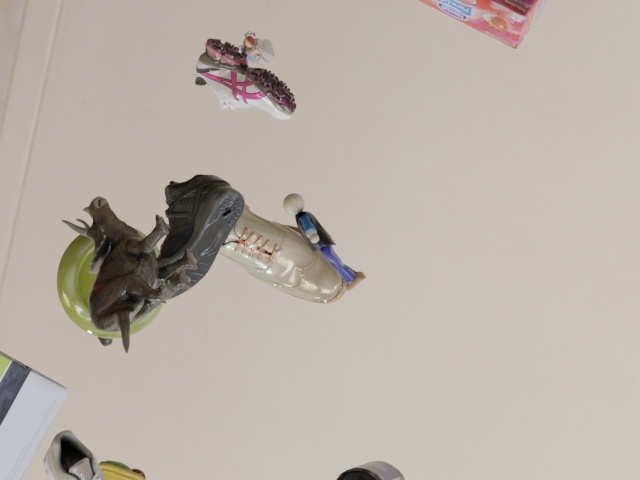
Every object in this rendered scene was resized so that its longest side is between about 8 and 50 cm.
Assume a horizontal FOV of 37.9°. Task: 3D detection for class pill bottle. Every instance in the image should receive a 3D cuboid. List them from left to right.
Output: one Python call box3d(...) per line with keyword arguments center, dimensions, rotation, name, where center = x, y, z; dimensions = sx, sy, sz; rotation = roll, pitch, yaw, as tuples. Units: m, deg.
box3d(center=(0.110, 0.530, 1.965), dimensions=(0.122, 0.123, 0.219), rotation=(26, -178, 20), name="pill bottle")

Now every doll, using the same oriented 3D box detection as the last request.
box3d(center=(0.000, 0.000, 1.577), dimensions=(0.189, 0.046, 0.129), rotation=(51, -179, -4), name="doll")

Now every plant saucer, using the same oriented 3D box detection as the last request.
box3d(center=(-0.422, 0.084, 1.934), dimensions=(0.241, 0.241, 0.037), rotation=(6, 174, -31), name="plant saucer")

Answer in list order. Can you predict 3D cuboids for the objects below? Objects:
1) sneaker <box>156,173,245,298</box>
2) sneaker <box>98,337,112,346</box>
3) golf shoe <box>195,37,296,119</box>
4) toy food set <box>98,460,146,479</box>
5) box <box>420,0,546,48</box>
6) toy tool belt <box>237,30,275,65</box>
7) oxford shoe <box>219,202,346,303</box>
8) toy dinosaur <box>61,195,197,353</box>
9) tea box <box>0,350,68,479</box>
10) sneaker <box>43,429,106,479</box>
box3d(center=(-0.226, -0.014, 1.549), dimensions=(0.087, 0.227, 0.130), rotation=(22, -165, -45), name="sneaker")
box3d(center=(-0.495, 0.162, 2.186), dimensions=(0.089, 0.051, 0.170), rotation=(-13, -115, -34), name="sneaker")
box3d(center=(-0.113, -0.227, 1.408), dimensions=(0.186, 0.086, 0.067), rotation=(39, -154, 24), name="golf shoe")
box3d(center=(-0.446, 0.544, 2.058), dimensions=(0.218, 0.128, 0.071), rotation=(28, -167, -23), name="toy food set")
box3d(center=(0.255, -0.449, 1.569), dimensions=(0.256, 0.123, 0.128), rotation=(30, 171, 11), name="box")
box3d(center=(-0.125, -0.347, 1.715), dimensions=(0.083, 0.051, 0.052), rotation=(13, -121, -56), name="toy tool belt")
box3d(center=(-0.130, 0.016, 1.896), dimensions=(0.397, 0.140, 0.146), rotation=(28, -170, 14), name="oxford shoe")
box3d(center=(-0.270, 0.065, 1.323), dimensions=(0.121, 0.160, 0.314), rotation=(49, -159, -43), name="toy dinosaur")
box3d(center=(-0.600, 0.204, 1.297), dimensions=(0.329, 0.220, 0.323), rotation=(10, 156, 41), name="tea box")
box3d(center=(-0.442, 0.475, 1.769), dimensions=(0.099, 0.121, 0.262), rotation=(-31, -113, -33), name="sneaker")
